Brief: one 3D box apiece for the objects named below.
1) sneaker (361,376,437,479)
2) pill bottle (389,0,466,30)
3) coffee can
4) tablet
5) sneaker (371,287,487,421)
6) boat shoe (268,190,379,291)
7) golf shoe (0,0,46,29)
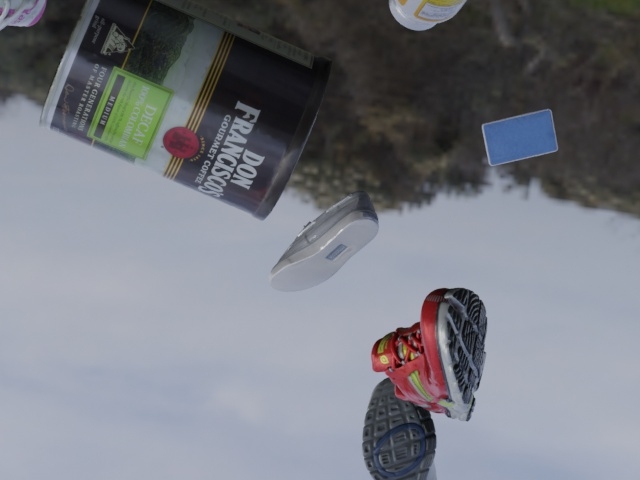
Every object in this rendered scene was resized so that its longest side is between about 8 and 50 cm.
[{"bbox_3d":[0.122,0.338,2.144,0.111,0.297,0.129,-10,-170,0],"label":"sneaker"},{"bbox_3d":[0.170,-0.388,2.140,0.118,0.117,0.208,6,162,-12],"label":"pill bottle"},{"bbox_3d":[-0.152,-0.166,1.661,0.275,0.201,0.201,23,-177,-8],"label":"coffee can"},{"bbox_3d":[0.234,-0.121,1.722,0.083,0.054,0.006,-13,-160,3],"label":"tablet"},{"bbox_3d":[0.110,0.126,1.559,0.118,0.107,0.279,11,157,10],"label":"sneaker"},{"bbox_3d":[0.000,0.000,1.875,0.066,0.063,0.184,21,134,-31],"label":"boat shoe"},{"bbox_3d":[-0.249,-0.186,0.997,0.115,0.140,0.306,-20,-153,33],"label":"golf shoe"}]
